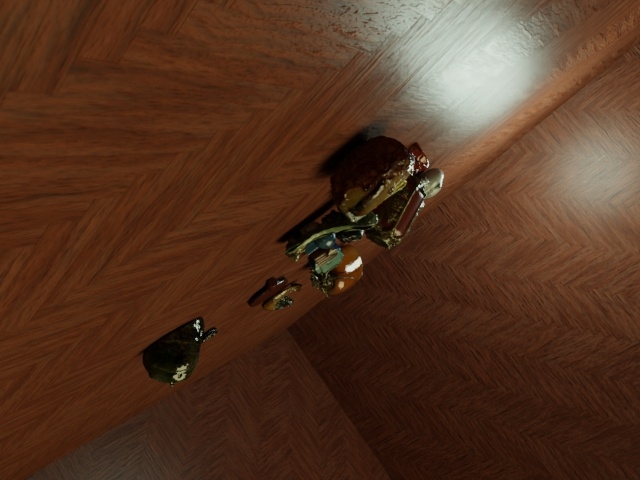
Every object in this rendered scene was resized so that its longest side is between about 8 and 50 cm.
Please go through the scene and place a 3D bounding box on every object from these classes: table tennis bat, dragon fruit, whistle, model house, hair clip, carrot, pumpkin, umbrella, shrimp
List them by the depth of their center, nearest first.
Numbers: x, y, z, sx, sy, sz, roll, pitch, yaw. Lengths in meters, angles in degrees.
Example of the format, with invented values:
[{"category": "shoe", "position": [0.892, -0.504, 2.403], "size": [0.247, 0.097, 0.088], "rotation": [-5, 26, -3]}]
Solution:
[{"category": "hair clip", "position": [0.025, -0.046, 1.704], "size": [0.321, 0.091, 0.138], "rotation": [-19, -174, 7]}, {"category": "dragon fruit", "position": [0.311, -0.256, 1.794], "size": [0.106, 0.083, 0.162], "rotation": [-35, 172, 5]}, {"category": "pumpkin", "position": [-0.481, 0.397, 1.887], "size": [0.278, 0.163, 0.111], "rotation": [-29, 168, -41]}, {"category": "whistle", "position": [0.000, 0.000, 1.905], "size": [0.158, 0.090, 0.090], "rotation": [-37, 170, 8]}, {"category": "umbrella", "position": [0.194, -0.107, 2.002], "size": [0.340, 0.118, 0.118], "rotation": [-33, 169, -18]}, {"category": "model house", "position": [0.015, 0.046, 2.123], "size": [0.148, 0.119, 0.148], "rotation": [-34, 160, -7]}, {"category": "table tennis bat", "position": [-0.221, 0.220, 2.292], "size": [0.200, 0.038, 0.310], "rotation": [-33, 170, -20]}, {"category": "carrot", "position": [0.072, 0.156, 2.501], "size": [0.331, 0.214, 0.193], "rotation": [-22, 137, -42]}, {"category": "shrimp", "position": [-0.172, 0.286, 2.692], "size": [0.222, 0.054, 0.290], "rotation": [-38, 162, 13]}]

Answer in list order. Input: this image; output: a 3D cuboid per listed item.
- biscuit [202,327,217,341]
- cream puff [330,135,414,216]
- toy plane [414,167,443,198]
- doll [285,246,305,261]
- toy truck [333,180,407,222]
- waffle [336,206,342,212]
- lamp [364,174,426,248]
[{"category": "biscuit", "position": [-0.494, 0.417, 2.316], "size": [0.087, 0.027, 0.089], "rotation": [-23, 163, -48]}, {"category": "cream puff", "position": [0.125, -0.167, 1.356], "size": [0.240, 0.164, 0.240], "rotation": [-46, -179, 1]}, {"category": "toy plane", "position": [0.433, -0.214, 2.275], "size": [0.245, 0.117, 0.244], "rotation": [-33, 169, -8]}, {"category": "doll", "position": [-0.088, 0.034, 1.916], "size": [0.062, 0.051, 0.093], "rotation": [4, 122, -35]}, {"category": "toy truck", "position": [0.156, -0.151, 1.606], "size": [0.227, 0.098, 0.114], "rotation": [-35, 150, -5]}, {"category": "waffle", "position": [0.158, -0.162, 1.774], "size": [0.221, 0.055, 0.234], "rotation": [-41, 168, 25]}, {"category": "lamp", "position": [0.266, -0.110, 1.904], "size": [0.274, 0.177, 0.177], "rotation": [-59, 173, -9]}]
